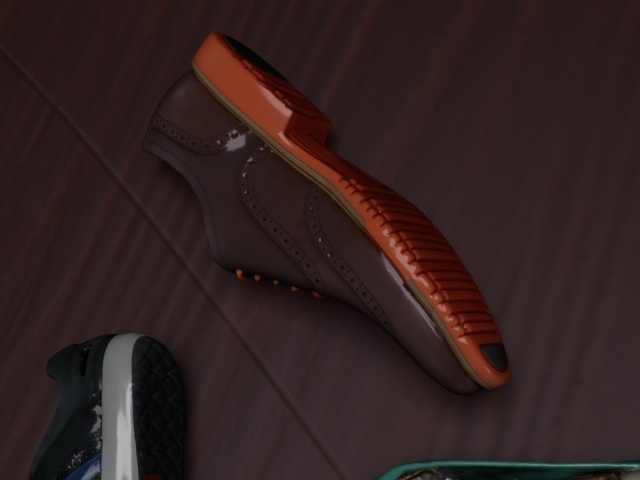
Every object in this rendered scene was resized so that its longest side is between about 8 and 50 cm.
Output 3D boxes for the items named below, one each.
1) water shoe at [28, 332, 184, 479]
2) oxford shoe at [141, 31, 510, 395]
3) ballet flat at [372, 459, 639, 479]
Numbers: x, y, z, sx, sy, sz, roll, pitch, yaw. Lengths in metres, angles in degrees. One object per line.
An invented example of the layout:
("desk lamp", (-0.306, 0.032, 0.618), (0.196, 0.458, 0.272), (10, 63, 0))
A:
("water shoe", (-0.124, 0.155, 0.676), (0.080, 0.073, 0.203), (-8, 66, 28))
("oxford shoe", (0.000, 0.000, 0.696), (0.098, 0.097, 0.271), (-47, 67, 13))
("ballet flat", (0.132, 0.153, 0.620), (0.247, 0.087, 0.083), (-2, 72, 7))
